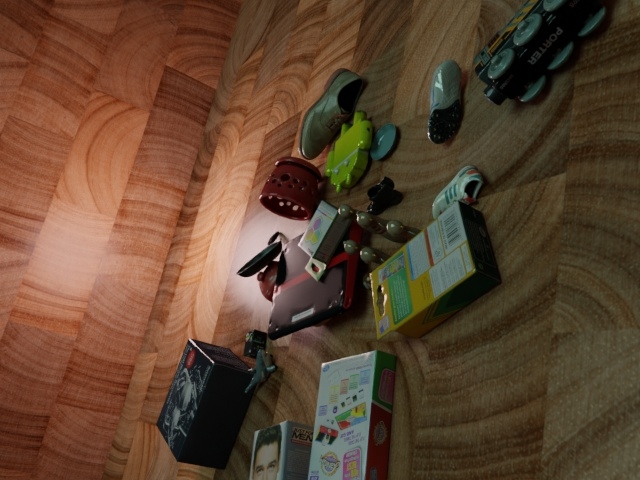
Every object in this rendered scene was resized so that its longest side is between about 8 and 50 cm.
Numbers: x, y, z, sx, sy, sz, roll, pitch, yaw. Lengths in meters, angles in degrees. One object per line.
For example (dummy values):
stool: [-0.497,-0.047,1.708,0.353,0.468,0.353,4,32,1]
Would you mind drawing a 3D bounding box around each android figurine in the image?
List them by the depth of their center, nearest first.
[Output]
android figurine: [0.093,-0.280,2.029,0.248,0.056,0.272,-33,42,56]

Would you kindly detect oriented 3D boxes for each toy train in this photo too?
toy train: [0.479,-0.457,1.400,0.334,0.142,0.190,-51,22,29]

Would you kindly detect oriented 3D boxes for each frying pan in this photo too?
frying pan: [-0.209,0.057,2.215,0.197,0.053,0.326,-38,7,0]

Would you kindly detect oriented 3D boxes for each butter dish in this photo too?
butter dish: [-0.159,0.136,2.127,0.160,0.118,0.160,-60,28,17]

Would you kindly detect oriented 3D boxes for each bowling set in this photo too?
bowling set: [0.135,0.025,1.638,0.287,0.154,0.199,16,85,63]

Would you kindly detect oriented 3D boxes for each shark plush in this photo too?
shark plush: [-0.207,0.425,2.058,0.161,0.067,0.073,-54,31,25]

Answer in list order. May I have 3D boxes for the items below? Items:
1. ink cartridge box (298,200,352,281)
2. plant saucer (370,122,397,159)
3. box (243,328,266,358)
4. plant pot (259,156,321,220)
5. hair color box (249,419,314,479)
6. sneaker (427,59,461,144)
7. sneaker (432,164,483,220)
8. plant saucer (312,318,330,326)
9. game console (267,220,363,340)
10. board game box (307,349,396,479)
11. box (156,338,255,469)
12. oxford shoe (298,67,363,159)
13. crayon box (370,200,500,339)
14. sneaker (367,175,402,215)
ink cartridge box: [0.000,0.000,1.811,0.209,0.062,0.109,-62,30,7]
plant saucer: [0.196,-0.296,1.904,0.119,0.021,0.119,-40,38,41]
box: [-0.224,0.355,2.157,0.062,0.052,0.083,-32,45,51]
plant pot: [-0.095,-0.184,2.170,0.191,0.191,0.174,-10,57,59]
hair color box: [-0.105,0.680,1.643,0.185,0.114,0.374,-35,41,47]
sneaker: [0.326,-0.360,1.669,0.086,0.085,0.237,113,168,-76]
sneaker: [0.325,-0.100,1.490,0.161,0.057,0.075,-54,25,20]
plant saucer: [0.015,0.164,1.882,0.200,0.037,0.199,-40,39,43]
game console: [-0.017,0.104,1.884,0.387,0.060,0.341,-30,45,46]
board game box: [0.074,0.445,1.543,0.242,0.064,0.316,-27,48,52]
box: [-0.399,0.557,2.191,0.312,0.179,0.343,15,84,61]
oxford shoe: [0.032,-0.433,2.195,0.130,0.123,0.348,40,107,56]
crayon box: [0.253,0.085,1.462,0.323,0.083,0.203,-43,36,38]
sneaker: [0.162,-0.123,1.767,0.170,0.089,0.051,-26,49,52]
